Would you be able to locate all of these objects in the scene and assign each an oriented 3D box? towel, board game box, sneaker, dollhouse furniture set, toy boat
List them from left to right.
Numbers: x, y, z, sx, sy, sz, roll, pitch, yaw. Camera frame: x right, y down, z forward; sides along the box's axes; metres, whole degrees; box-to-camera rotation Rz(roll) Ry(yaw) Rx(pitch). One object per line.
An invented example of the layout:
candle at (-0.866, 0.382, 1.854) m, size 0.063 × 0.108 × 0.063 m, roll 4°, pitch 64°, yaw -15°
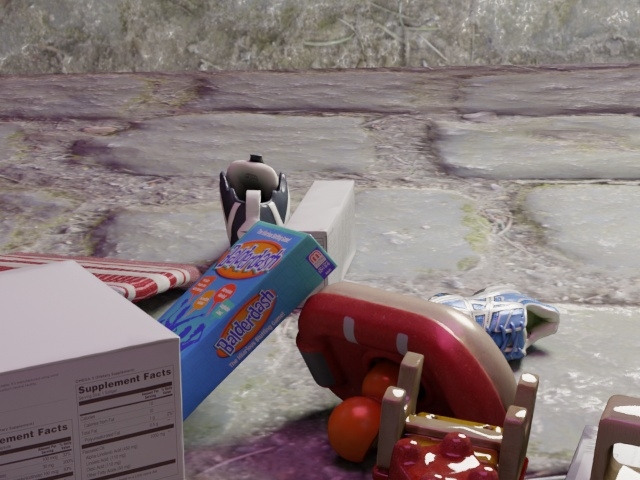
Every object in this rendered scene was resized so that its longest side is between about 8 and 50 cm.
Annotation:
towel at (-0.285, 0.046, 1.650) m, size 0.237 × 0.037 × 0.329 m, roll 3°, pitch 3°, yaw 8°
board game box at (-0.095, 0.073, 1.427) m, size 0.210 × 0.047 × 0.160 m, roll -45°, pitch 18°, yaw -11°
sneaker at (-0.075, -0.044, 1.875) m, size 0.094 × 0.153 × 0.235 m, roll 3°, pitch 17°, yaw 9°
toy boat at (0.063, 0.140, 1.339) m, size 0.231 × 0.151 × 0.151 m, roll 12°, pitch 51°, yaw 38°
sneaker at (0.171, 0.092, 1.537) m, size 0.081 × 0.080 × 0.211 m, roll 10°, pitch 21°, yaw 41°
dollhouse furniture set at (0.204, 0.211, 0.942) m, size 0.374 × 0.152 × 0.201 m, roll 9°, pitch 23°, yaw 14°

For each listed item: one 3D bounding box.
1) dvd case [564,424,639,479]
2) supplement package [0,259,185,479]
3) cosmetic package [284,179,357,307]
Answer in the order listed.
dvd case at (0.304, 0.220, 1.135) m, size 0.239 × 0.029 × 0.179 m, roll 6°, pitch 31°, yaw 22°
supplement package at (-0.266, 0.131, 1.316) m, size 0.204 × 0.145 × 0.262 m, roll -10°, pitch 20°, yaw -28°
cosmetic package at (0.000, 0.000, 1.821) m, size 0.060 × 0.099 × 0.239 m, roll 2°, pitch 16°, yaw 9°
